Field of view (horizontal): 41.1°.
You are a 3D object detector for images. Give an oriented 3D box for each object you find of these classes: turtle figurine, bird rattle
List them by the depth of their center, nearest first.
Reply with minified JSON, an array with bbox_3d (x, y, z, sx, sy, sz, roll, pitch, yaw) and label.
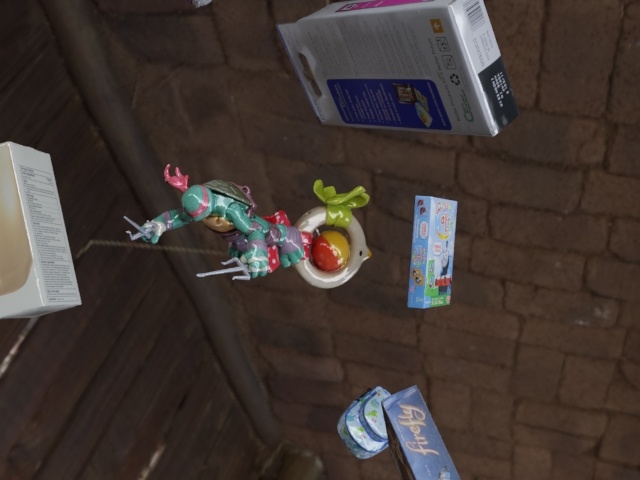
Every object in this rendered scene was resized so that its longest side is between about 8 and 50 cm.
[{"bbox_3d":[-0.122,-0.016,1.064,0.175,0.118,0.234,23,-179,28],"label":"turtle figurine"},{"bbox_3d":[0.000,0.000,1.675,0.143,0.253,0.207,0,126,59],"label":"bird rattle"}]

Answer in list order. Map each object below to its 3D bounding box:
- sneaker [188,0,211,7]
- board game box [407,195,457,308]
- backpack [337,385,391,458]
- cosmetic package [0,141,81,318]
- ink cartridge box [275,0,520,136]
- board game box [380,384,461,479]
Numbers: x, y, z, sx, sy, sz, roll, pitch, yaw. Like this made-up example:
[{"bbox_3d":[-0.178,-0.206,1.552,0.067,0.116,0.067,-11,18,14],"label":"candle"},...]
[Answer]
[{"bbox_3d":[-0.166,-0.485,1.343,0.152,0.305,0.114,-11,138,10],"label":"sneaker"},{"bbox_3d":[0.221,0.023,1.673,0.039,0.212,0.160,4,-179,27],"label":"board game box"},{"bbox_3d":[0.094,0.330,1.546,0.105,0.114,0.084,52,147,8],"label":"backpack"},{"bbox_3d":[-0.208,-0.005,0.593,0.041,0.115,0.060,-15,173,9],"label":"cosmetic package"},{"bbox_3d":[0.091,-0.237,1.159,0.370,0.069,0.176,12,134,52],"label":"ink cartridge box"},{"bbox_3d":[0.130,0.289,0.865,0.042,0.243,0.165,-20,146,-5],"label":"board game box"}]
